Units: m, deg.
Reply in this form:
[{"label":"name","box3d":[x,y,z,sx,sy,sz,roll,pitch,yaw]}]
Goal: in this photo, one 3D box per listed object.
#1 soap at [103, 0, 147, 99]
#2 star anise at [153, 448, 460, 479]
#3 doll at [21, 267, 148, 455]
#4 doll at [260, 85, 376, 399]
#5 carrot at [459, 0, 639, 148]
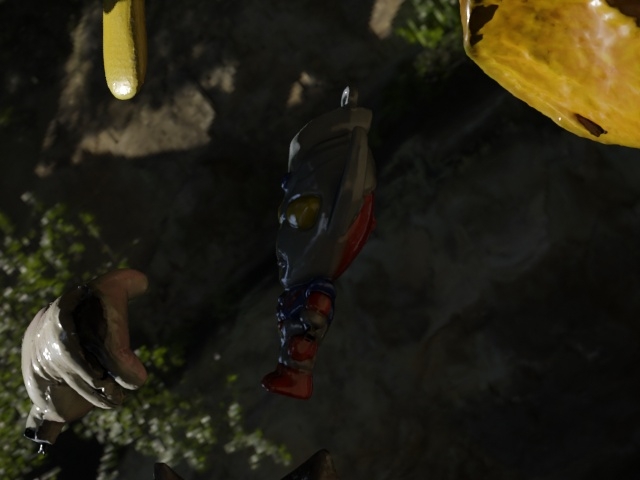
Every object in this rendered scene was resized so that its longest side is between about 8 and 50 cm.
[{"label":"soap","box3d":[-0.228,-0.249,1.440,0.033,0.089,0.169,-4,-87,-40]},{"label":"star anise","box3d":[-0.024,0.209,0.668,0.081,0.262,0.230,-128,17,-73]},{"label":"doll","box3d":[-0.223,0.103,1.149,0.095,0.192,0.149,10,-119,-27]},{"label":"doll","box3d":[-0.001,0.000,0.763,0.104,0.062,0.195,25,-103,-80]},{"label":"carrot","box3d":[0.244,-0.261,1.171,0.241,0.241,0.341,20,-127,-40]}]
